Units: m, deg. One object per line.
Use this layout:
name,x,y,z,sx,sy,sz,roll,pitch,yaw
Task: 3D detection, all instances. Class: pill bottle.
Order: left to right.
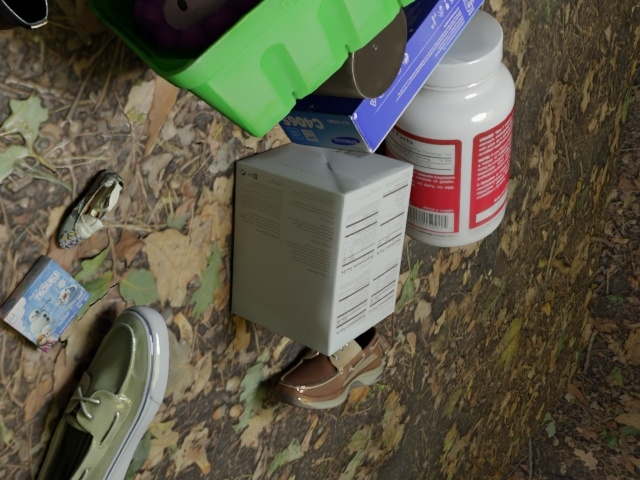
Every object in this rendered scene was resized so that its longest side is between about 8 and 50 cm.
pill bottle,0.229,-0.198,1.490,0.229,0.229,0.407,-48,148,-31

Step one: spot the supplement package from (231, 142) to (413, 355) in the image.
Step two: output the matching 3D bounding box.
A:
supplement package,0.000,0.000,1.305,0.198,0.199,0.262,-27,129,-49

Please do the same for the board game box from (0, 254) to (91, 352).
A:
board game box,-0.334,0.078,1.005,0.090,0.020,0.090,-57,146,-19

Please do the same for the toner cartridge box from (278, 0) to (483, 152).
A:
toner cartridge box,0.092,-0.282,1.223,0.347,0.165,0.075,-54,131,-22

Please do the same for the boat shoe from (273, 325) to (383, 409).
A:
boat shoe,0.018,0.229,1.562,0.324,0.123,0.116,-14,113,-61

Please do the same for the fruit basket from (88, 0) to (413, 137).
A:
fruit basket,-0.091,-0.350,0.862,0.392,0.283,0.391,-21,133,-25

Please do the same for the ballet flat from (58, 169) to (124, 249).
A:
ballet flat,-0.276,-0.036,1.010,0.114,0.041,0.041,-60,148,-15

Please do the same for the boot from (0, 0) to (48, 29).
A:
boot,-0.312,-0.289,0.741,0.082,0.106,0.219,-47,143,-33

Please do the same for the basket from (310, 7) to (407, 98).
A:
basket,-0.013,-0.275,1.099,0.204,0.227,0.154,-63,149,-11

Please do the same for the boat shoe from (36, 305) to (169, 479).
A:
boat shoe,-0.286,0.229,1.089,0.094,0.109,0.302,7,104,-56
